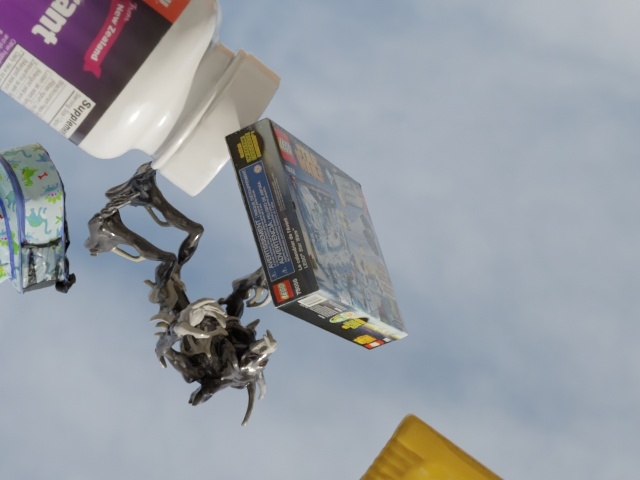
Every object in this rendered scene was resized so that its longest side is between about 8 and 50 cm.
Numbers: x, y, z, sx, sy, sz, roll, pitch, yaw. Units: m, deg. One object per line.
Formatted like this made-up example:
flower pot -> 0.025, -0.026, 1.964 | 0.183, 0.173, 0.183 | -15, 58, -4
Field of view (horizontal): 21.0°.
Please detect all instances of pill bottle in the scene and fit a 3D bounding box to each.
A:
pill bottle -> -0.120, -0.111, 0.893 | 0.193, 0.108, 0.108 | 37, -137, -10

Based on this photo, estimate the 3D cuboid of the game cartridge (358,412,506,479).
game cartridge -> 0.100, 0.365, 1.542 | 0.285, 0.052, 0.324 | 35, -89, 4

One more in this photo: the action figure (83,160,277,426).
action figure -> -0.115, 0.056, 1.732 | 0.276, 0.141, 0.164 | 54, -138, -14

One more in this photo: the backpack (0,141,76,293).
backpack -> -0.265, -0.021, 1.496 | 0.084, 0.114, 0.105 | -10, -144, -27

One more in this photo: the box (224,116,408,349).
box -> 0.000, 0.000, 0.888 | 0.027, 0.137, 0.094 | -22, -109, 16
